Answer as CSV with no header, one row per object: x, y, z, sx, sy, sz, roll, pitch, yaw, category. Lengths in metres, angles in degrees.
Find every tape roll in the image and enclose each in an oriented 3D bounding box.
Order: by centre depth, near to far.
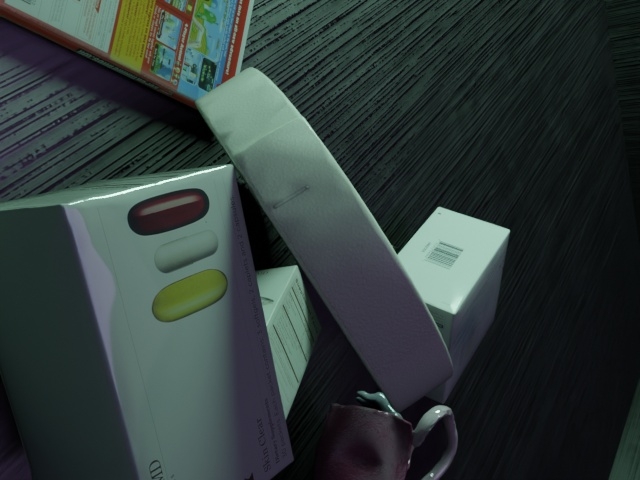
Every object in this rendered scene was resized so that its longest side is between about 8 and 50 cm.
0.000,0.000,0.618,0.072,0.392,0.392,-33,122,-4,tape roll

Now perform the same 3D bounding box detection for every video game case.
-0.194,-0.280,0.632,0.285,0.025,0.204,18,78,-47,video game case

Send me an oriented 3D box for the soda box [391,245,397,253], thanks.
0.051,0.017,0.897,0.169,0.060,0.053,19,78,-48,soda box

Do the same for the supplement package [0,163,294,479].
-0.162,0.084,0.478,0.145,0.204,0.262,-24,107,-47,supplement package

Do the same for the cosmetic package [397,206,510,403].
0.206,0.107,0.974,0.224,0.138,0.225,-45,145,-37,cosmetic package

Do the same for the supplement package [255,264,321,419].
-0.081,0.125,0.676,0.179,0.105,0.105,-65,141,-56,supplement package

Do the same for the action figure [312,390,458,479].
0.032,0.411,0.761,0.248,0.275,0.370,64,35,-36,action figure
